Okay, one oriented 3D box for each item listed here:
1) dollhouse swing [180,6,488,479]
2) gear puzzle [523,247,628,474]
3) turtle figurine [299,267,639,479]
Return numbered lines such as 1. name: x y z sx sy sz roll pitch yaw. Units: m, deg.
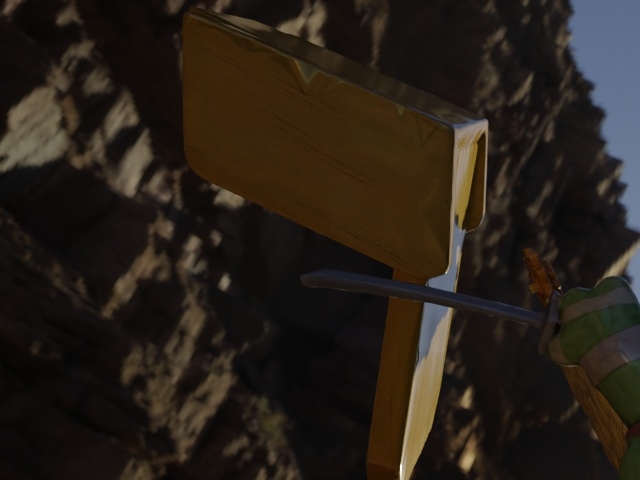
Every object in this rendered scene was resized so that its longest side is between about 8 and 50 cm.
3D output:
1. dollhouse swing: 0.000 0.000 1.118 0.315 0.305 0.347 24 11 7
2. gear puzzle: 0.296 0.145 1.333 0.175 0.044 0.339 68 -2 -55
3. turtle figurine: 0.116 0.118 0.574 0.266 0.197 0.275 9 -11 -44
